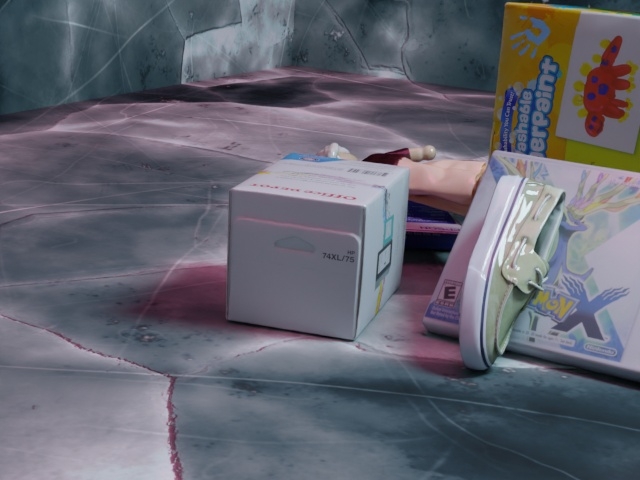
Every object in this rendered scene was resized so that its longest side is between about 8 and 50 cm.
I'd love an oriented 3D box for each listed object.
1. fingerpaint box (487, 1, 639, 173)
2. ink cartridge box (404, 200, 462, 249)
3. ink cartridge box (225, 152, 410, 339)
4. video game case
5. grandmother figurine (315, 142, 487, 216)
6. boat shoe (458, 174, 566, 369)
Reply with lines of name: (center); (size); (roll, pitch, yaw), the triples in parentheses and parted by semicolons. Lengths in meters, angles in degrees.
fingerpaint box: (0.446, -0.115, 1.852); (0.371, 0.445, 0.163); (11, 15, 29)
ink cartridge box: (0.082, -0.032, 2.192); (0.303, 0.072, 0.307); (3, 17, -6)
ink cartridge box: (0.000, 0.000, 1.813); (0.198, 0.197, 0.270); (8, 16, 16)
video game case: (0.341, 0.026, 1.716); (0.329, 0.300, 0.036); (12, -26, 29)
grandmother figurine: (0.138, -0.108, 2.189); (0.342, 0.104, 0.208); (9, 21, 24)
boat shoe: (0.256, 0.036, 1.658); (0.094, 0.109, 0.302); (5, 58, 23)
